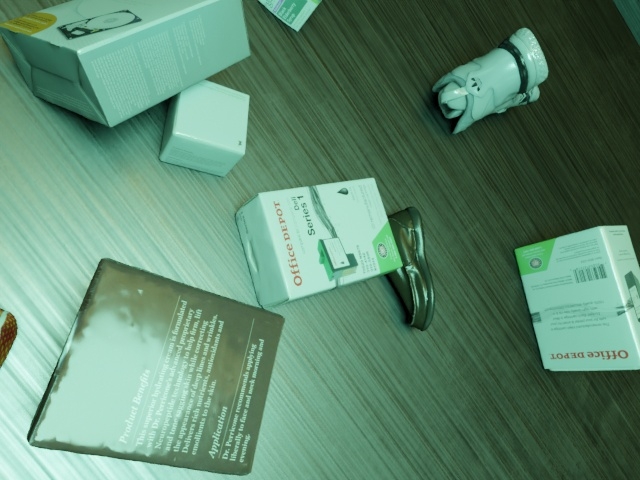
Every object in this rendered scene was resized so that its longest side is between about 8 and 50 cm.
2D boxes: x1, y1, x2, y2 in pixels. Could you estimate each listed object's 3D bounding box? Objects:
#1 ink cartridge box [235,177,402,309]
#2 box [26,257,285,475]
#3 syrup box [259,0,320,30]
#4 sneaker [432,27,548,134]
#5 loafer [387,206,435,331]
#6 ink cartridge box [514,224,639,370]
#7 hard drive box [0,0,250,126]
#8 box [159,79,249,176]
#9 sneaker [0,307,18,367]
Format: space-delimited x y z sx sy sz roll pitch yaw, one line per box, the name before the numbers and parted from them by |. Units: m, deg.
ink cartridge box | 0.000 0.000 0.685 0.219 0.092 0.160 -13 82 -35
box | -0.175 0.143 0.486 0.203 0.167 0.169 23 65 -24
syrup box | -0.021 -0.524 0.835 0.096 0.093 0.237 30 61 -21
sneaker | 0.378 -0.347 1.010 0.138 0.210 0.366 66 21 1
loafer | 0.149 0.052 0.784 0.078 0.080 0.220 -7 78 0
ink cartridge box | 0.557 0.125 0.929 0.114 0.198 0.273 -2 77 -34
hard drive box | -0.237 -0.254 0.563 0.181 0.089 0.232 24 51 27
box | -0.167 -0.162 0.635 0.101 0.087 0.102 12 69 -29
sneaker | -0.373 0.149 0.438 0.067 0.064 0.175 15 61 -6
